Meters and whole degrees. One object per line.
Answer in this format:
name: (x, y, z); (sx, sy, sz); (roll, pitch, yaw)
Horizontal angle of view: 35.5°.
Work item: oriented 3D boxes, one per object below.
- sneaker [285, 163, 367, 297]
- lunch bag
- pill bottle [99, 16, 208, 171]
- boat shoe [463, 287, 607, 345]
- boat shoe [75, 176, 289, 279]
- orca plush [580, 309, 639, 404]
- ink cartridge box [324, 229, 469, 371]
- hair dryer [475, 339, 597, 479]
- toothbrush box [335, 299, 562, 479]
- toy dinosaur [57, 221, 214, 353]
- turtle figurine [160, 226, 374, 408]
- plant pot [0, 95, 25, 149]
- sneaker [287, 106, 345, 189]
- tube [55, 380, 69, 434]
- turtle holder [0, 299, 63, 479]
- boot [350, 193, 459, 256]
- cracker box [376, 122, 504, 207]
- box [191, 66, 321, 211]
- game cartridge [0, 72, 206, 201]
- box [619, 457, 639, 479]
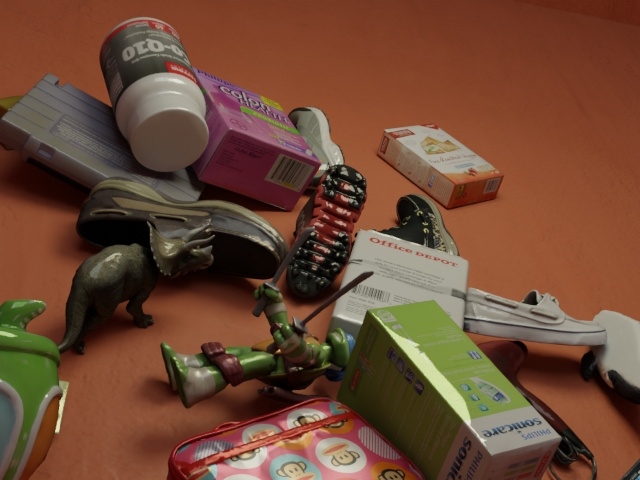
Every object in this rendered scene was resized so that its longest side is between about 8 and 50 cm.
sneaker: (0.001, 0.000, 1.740); (0.098, 0.135, 0.276); (26, 54, -7)
lunch bag: (-0.041, 0.306, 1.225); (0.293, 0.120, 0.258); (-11, 37, -39)
pill bottle: (-0.297, -0.263, 1.795); (0.161, 0.161, 0.283); (0, 41, -25)
boat shoe: (0.356, 0.124, 1.635); (0.258, 0.084, 0.095); (8, -2, -18)
boat shoe: (-0.230, 0.008, 1.614); (0.355, 0.132, 0.130); (13, 40, 12)
orca plush: (0.533, 0.214, 1.634); (0.102, 0.151, 0.287); (48, -5, -21)
ink cartridge box: (0.123, 0.115, 1.592); (0.197, 0.114, 0.273); (17, 32, 3)
hair dryer: (0.297, 0.247, 1.529); (0.224, 0.080, 0.293); (31, 30, -17)
toothbrush box: (0.151, 0.246, 1.312); (0.122, 0.206, 0.283); (-5, 36, -31)
toy dinosaur: (-0.304, 0.063, 1.437); (0.121, 0.160, 0.313); (35, 35, 28)
turtle figurine: (-0.085, 0.114, 1.378); (0.266, 0.274, 0.198); (-16, 45, -17)
plant pot: (-0.571, -0.228, 1.856); (0.083, 0.081, 0.081); (30, 34, 31)
sneaker: (-0.032, -0.193, 2.029); (0.108, 0.100, 0.271); (-1, 35, -17)
tube: (-0.446, 0.190, 1.273); (0.240, 0.070, 0.062); (14, -14, -13)
turtle holder: (-0.442, 0.191, 1.091); (0.320, 0.243, 0.227); (13, 64, -46)
boot: (0.136, -0.013, 1.831); (0.179, 0.085, 0.236); (0, 35, -20)
cracker box: (0.255, -0.165, 2.141); (0.156, 0.067, 0.232); (-13, 41, -39)
box: (-0.150, -0.192, 1.892); (0.214, 0.117, 0.243); (18, 25, -36)
game cartridge: (-0.376, -0.153, 1.778); (0.355, 0.068, 0.230); (29, 34, -8)
box: (0.482, 0.394, 1.376); (0.175, 0.051, 0.220); (34, 36, 26)
